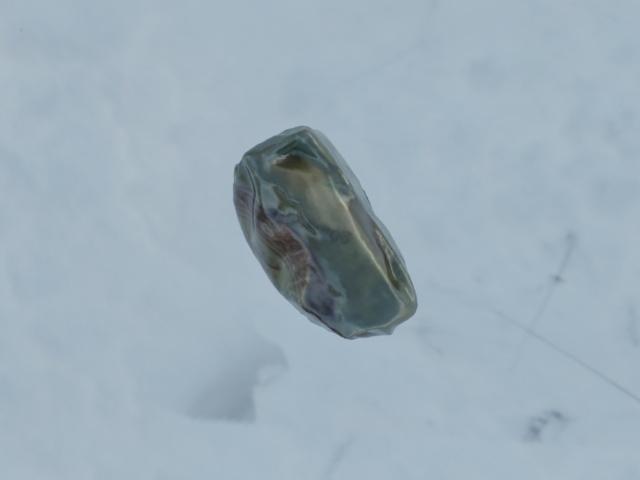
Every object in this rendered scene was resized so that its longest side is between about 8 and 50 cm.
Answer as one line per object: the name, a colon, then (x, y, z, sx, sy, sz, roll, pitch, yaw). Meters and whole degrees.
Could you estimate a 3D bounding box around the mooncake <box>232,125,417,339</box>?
mooncake: (0.000, 0.000, 1.054, 0.073, 0.125, 0.130, -34, 90, 3)
